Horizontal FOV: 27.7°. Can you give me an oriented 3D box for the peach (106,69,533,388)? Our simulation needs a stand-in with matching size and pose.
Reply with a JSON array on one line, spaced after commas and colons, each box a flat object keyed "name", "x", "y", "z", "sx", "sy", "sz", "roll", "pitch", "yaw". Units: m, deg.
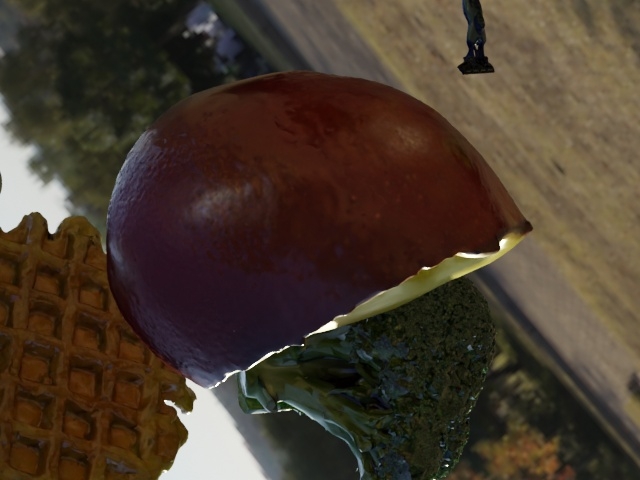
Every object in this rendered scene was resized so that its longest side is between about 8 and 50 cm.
[{"name": "peach", "x": 0.000, "y": 0.000, "z": 1.072, "sx": 0.338, "sy": 0.281, "sz": 0.281, "roll": 10, "pitch": 167, "yaw": 11}]

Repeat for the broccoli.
[{"name": "broccoli", "x": 0.050, "y": 0.130, "z": 1.353, "sx": 0.308, "sy": 0.275, "sz": 0.308, "roll": 173, "pitch": 90, "yaw": -80}]

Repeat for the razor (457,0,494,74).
[{"name": "razor", "x": 0.115, "y": -0.215, "z": 1.096, "sx": 0.044, "sy": 0.028, "sz": 0.155, "roll": -9, "pitch": -103, "yaw": -45}]

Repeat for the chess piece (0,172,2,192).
[{"name": "chess piece", "x": -0.383, "y": -0.047, "z": 1.400, "sx": 0.067, "sy": 0.067, "sz": 0.103, "roll": 50, "pitch": 149, "yaw": 6}]

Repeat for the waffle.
[{"name": "waffle", "x": -0.267, "y": 0.117, "z": 1.239, "sx": 0.325, "sy": 0.302, "sz": 0.068, "roll": 52, "pitch": 136, "yaw": 7}]
